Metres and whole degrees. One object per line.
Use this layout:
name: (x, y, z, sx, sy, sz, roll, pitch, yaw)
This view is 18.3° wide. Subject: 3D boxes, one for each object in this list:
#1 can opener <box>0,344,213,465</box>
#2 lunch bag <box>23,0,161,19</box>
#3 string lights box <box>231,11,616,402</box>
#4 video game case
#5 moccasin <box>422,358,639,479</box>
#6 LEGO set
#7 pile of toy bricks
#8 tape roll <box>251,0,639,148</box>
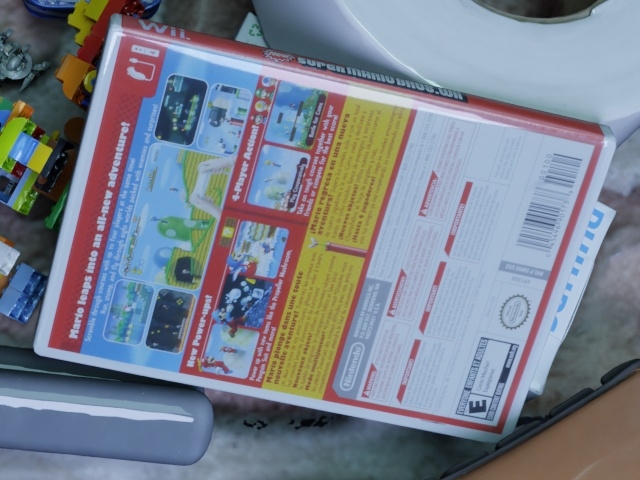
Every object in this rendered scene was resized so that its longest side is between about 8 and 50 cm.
can opener: (-0.207, 0.109, 1.128, 0.283, 0.076, 0.095, 7, 106, -14)
lunch bag: (-0.135, -0.169, 1.213, 0.098, 0.065, 0.067, 3, 89, -9)
string lights box: (0.035, -0.014, 1.214, 0.259, 0.077, 0.133, 28, 69, -7)
video game case: (0.000, 0.000, 1.108, 0.285, 0.025, 0.204, 12, 115, -11)
moccasin: (0.084, 0.215, 1.122, 0.380, 0.139, 0.147, -26, 65, -20)
LEGO set: (-0.205, -0.110, 1.200, 0.083, 0.023, 0.054, -15, 80, -19)
pile of toy bricks: (-0.182, -0.057, 1.160, 0.105, 0.118, 0.212, 28, 86, 15)
tape roll: (0.102, -0.174, 1.199, 0.286, 0.100, 0.286, 8, 65, -17)
